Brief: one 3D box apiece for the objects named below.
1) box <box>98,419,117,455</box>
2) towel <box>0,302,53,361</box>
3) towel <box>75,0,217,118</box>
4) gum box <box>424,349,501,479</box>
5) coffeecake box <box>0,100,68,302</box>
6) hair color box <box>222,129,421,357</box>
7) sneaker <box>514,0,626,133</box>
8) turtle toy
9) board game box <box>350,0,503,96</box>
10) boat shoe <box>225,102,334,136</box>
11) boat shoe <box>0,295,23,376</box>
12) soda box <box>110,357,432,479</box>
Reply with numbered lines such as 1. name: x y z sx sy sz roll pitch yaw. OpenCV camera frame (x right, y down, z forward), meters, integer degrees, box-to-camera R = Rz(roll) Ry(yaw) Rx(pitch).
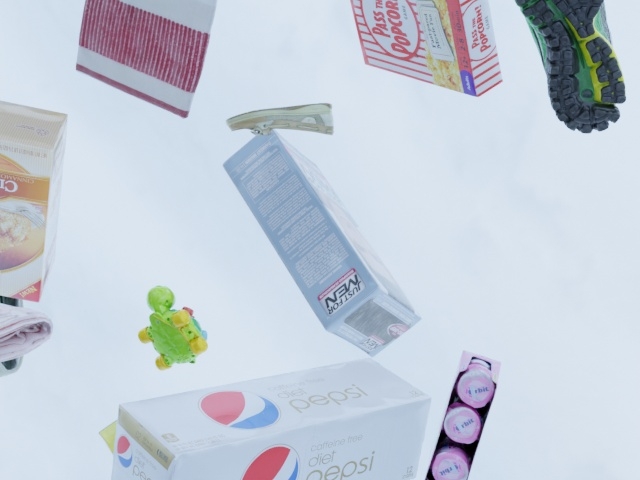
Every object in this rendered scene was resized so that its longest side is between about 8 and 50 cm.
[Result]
1. box: -0.171 0.288 1.275 0.058 0.087 0.232 -33 39 -13
2. towel: -0.515 0.093 1.219 0.331 0.317 0.054 10 101 26
3. towel: -0.216 -0.353 1.512 0.237 0.037 0.329 26 109 35
4. gum box: 0.209 0.259 1.657 0.062 0.107 0.189 17 103 7
5. coffeecake box: -0.325 -0.042 1.088 0.142 0.186 0.068 11 36 -5
6. hair color box: 0.000 0.000 1.883 0.113 0.185 0.374 -39 59 10
7. sneaker: 0.343 -0.330 1.617 0.134 0.146 0.344 -11 112 11
8. turtle toy: -0.220 0.128 1.699 0.130 0.095 0.066 60 27 -10
9. board game box: 0.111 -0.253 1.274 0.045 0.147 0.193 -33 36 -25
10. boat shoe: -0.057 -0.165 1.611 0.152 0.056 0.048 -7 97 -8
11. boat shoe: -0.492 0.060 1.715 0.109 0.094 0.303 -6 90 -54
12. soda box: -0.029 0.137 0.765 0.216 0.074 0.069 -6 113 -39
